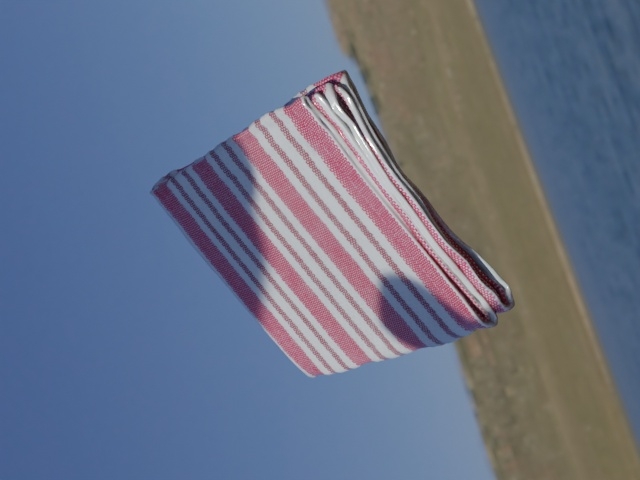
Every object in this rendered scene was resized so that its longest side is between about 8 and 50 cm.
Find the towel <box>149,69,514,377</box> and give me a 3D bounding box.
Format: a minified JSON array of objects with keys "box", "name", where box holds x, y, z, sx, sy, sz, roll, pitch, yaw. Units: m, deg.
[{"box":[0.000,0.000,0.790,0.144,0.029,0.197,52,149,-9],"name":"towel"}]
